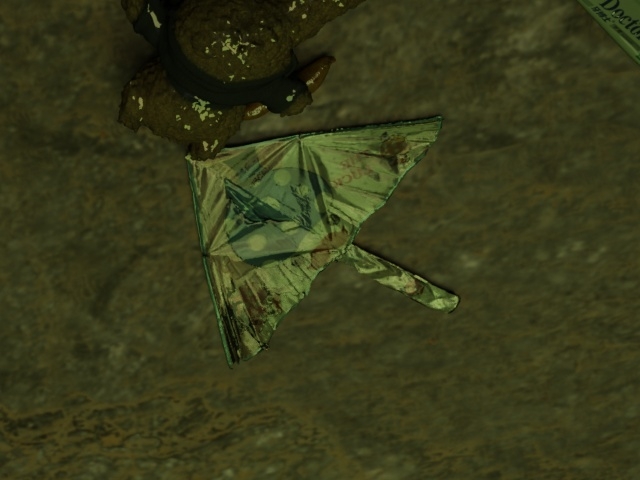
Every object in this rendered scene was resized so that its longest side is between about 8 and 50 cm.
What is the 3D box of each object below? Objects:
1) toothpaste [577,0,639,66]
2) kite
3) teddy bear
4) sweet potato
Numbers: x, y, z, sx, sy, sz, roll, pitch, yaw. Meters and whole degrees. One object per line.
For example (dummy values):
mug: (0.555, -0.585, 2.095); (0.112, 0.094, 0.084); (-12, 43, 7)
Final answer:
toothpaste: (0.287, -0.188, 1.201); (0.218, 0.041, 0.064); (36, 121, -25)
kite: (0.000, 0.000, 1.291); (0.314, 0.011, 0.335); (31, 113, -21)
teddy bear: (-0.075, -0.173, 1.119); (0.182, 0.129, 0.251); (35, 113, -6)
sweet potato: (-0.035, -0.131, 1.206); (0.115, 0.026, 0.026); (-28, 118, 9)
